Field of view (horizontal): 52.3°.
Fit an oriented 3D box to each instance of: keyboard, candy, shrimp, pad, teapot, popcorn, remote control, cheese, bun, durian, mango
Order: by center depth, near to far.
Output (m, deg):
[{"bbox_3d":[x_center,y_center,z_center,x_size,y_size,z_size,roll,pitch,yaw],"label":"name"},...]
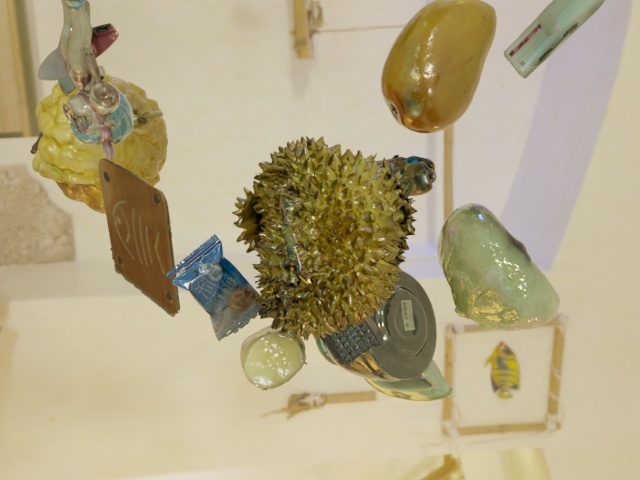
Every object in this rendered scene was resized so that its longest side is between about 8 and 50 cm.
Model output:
[{"bbox_3d":[0.005,0.007,0.880,0.258,0.258,0.293,-97,-160,-45],"label":"durian"},{"bbox_3d":[-0.140,0.070,0.898,0.038,0.088,0.136,10,-42,58],"label":"candy"},{"bbox_3d":[0.358,-0.335,1.015,0.166,0.029,0.065,-45,-121,32],"label":"remote control"},{"bbox_3d":[-0.090,0.206,1.201,0.094,0.123,0.167,53,-6,-4],"label":"cheese"},{"bbox_3d":[0.006,0.103,1.207,0.262,0.106,0.016,56,12,3],"label":"keyboard"},{"bbox_3d":[0.318,0.068,1.256,0.283,0.179,0.283,49,11,-13],"label":"bun"},{"bbox_3d":[-0.385,-0.011,1.375,0.284,0.018,0.287,27,-53,41],"label":"pad"},{"bbox_3d":[0.254,-0.382,1.396,0.317,0.211,0.173,-60,-169,-2],"label":"mango"},{"bbox_3d":[0.137,0.215,1.486,0.239,0.321,0.240,-20,-127,47],"label":"teapot"},{"bbox_3d":[-0.561,-0.250,1.616,0.349,0.381,0.349,-24,121,-48],"label":"popcorn"},{"bbox_3d":[0.078,-0.146,1.654,0.221,0.445,0.110,-8,91,-60],"label":"shrimp"}]

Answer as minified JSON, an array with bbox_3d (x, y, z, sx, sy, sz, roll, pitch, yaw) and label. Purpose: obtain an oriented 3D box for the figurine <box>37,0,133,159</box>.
[{"bbox_3d":[-0.334,-0.248,0.982,0.205,0.102,0.260,34,-41,31],"label":"figurine"}]
